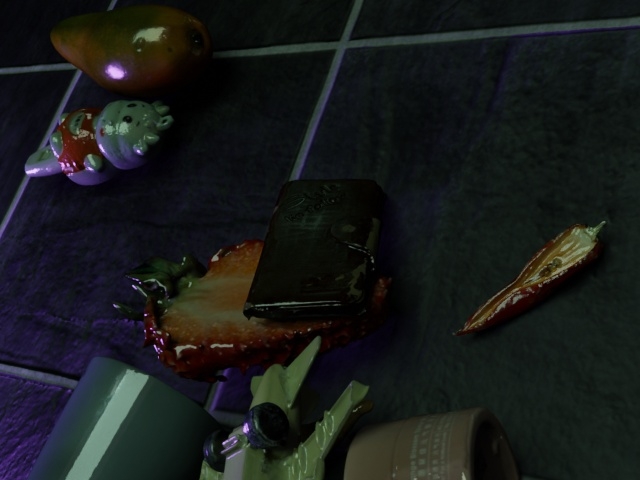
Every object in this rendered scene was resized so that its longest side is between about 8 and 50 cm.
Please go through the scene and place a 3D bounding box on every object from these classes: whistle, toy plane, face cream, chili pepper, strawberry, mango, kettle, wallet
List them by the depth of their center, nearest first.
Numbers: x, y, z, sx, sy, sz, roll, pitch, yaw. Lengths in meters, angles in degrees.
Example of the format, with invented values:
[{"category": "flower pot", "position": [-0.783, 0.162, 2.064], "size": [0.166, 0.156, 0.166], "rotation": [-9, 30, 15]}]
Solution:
[{"category": "face cream", "position": [0.096, 0.215, 0.722], "size": [0.104, 0.149, 0.149], "rotation": [-14, 55, 24]}, {"category": "toy plane", "position": [-0.048, 0.201, 0.750], "size": [0.229, 0.092, 0.244], "rotation": [-36, 29, 41]}, {"category": "chili pepper", "position": [0.200, 0.042, 0.845], "size": [0.178, 0.027, 0.045], "rotation": [-39, 44, 6]}, {"category": "kettle", "position": [-0.229, 0.261, 0.891], "size": [0.243, 0.160, 0.210], "rotation": [-59, 11, -24]}, {"category": "wallet", "position": [0.000, 0.000, 0.913], "size": [0.122, 0.031, 0.232], "rotation": [-3, 32, 11]}, {"category": "strawberry", "position": [-0.066, 0.083, 0.925], "size": [0.286, 0.106, 0.188], "rotation": [4, 36, 18]}, {"category": "whistle", "position": [-0.306, -0.135, 1.238], "size": [0.253, 0.106, 0.102], "rotation": [-13, 15, 27]}, {"category": "mango", "position": [-0.262, -0.269, 1.263], "size": [0.146, 0.129, 0.289], "rotation": [-24, 30, -31]}]

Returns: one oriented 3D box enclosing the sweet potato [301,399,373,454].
[{"category": "sweet potato", "position": [-0.044, 0.210, 0.875], "size": [0.226, 0.068, 0.068], "rotation": [-34, 49, 7]}]
